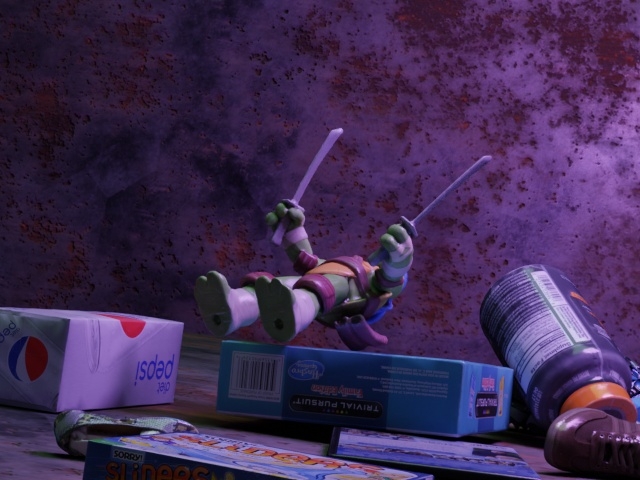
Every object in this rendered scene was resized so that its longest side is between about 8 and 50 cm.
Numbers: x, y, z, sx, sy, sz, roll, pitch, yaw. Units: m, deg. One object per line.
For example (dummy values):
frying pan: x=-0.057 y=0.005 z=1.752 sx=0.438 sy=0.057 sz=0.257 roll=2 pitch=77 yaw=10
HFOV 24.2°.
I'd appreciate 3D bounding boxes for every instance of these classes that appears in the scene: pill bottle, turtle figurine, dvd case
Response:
pill bottle: x=0.291 y=0.147 z=1.799 sx=0.130 sy=0.130 sz=0.245 roll=8 pitch=31 yaw=-23
turtle figurine: x=0.000 y=0.000 z=1.623 sx=0.198 sy=0.274 sz=0.266 roll=37 pitch=35 yaw=25
dvd case: x=0.096 y=0.199 z=1.346 sx=0.180 sy=0.022 sz=0.253 roll=6 pitch=-1 yaw=2

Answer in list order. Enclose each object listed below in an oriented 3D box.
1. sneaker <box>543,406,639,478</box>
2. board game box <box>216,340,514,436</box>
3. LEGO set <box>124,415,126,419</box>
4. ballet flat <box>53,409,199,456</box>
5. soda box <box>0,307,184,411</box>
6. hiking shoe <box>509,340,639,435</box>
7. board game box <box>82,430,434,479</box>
sneaker: x=0.306 y=0.207 z=1.505 sx=0.188 sy=0.066 sz=0.071 roll=8 pitch=-1 yaw=-41
board game box: x=0.062 y=0.164 z=1.646 sx=0.254 sy=0.079 sz=0.336 roll=4 pitch=-5 yaw=16
LEGO set: x=-0.165 y=0.162 z=1.299 sx=0.054 sy=0.023 sz=0.083 roll=8 pitch=-2 yaw=-26
ballet flat: x=-0.151 y=0.158 z=1.162 sx=0.114 sy=0.041 sz=0.041 roll=7 pitch=-2 yaw=-11
soda box: x=-0.245 y=0.125 z=1.586 sx=0.091 sy=0.098 sz=0.286 roll=7 pitch=-2 yaw=19
hiking shoe: x=0.375 y=0.193 z=1.882 sx=0.304 sy=0.132 sz=0.113 roll=6 pitch=-2 yaw=28
board game box: x=-0.040 y=0.164 z=1.015 sx=0.201 sy=0.035 sz=0.136 roll=7 pitch=-2 yaw=23
